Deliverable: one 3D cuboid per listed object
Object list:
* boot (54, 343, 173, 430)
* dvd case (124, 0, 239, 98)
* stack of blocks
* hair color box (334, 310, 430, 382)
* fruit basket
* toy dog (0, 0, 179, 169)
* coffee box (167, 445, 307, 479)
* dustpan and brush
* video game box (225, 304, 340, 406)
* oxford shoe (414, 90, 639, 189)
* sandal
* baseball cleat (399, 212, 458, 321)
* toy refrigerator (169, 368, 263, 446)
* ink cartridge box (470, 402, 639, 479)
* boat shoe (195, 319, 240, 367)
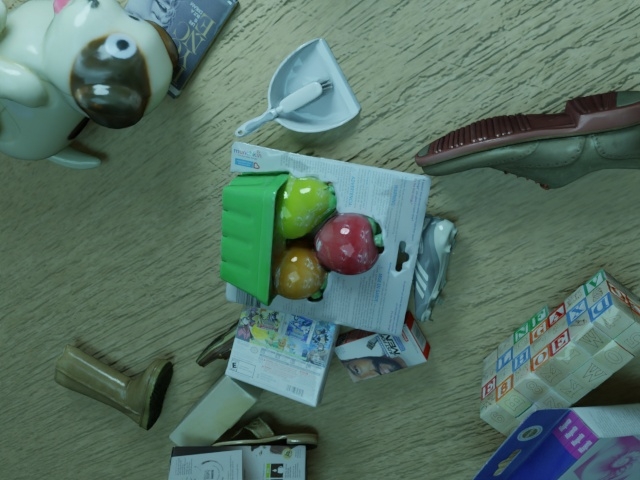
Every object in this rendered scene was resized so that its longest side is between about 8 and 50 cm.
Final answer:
[{"bbox_3d":[-0.505,0.324,1.418,0.269,0.089,0.236,27,119,7],"label":"boot"},{"bbox_3d":[-0.267,-0.389,1.049,0.164,0.018,0.221,42,120,-3],"label":"dvd case"},{"bbox_3d":[0.403,0.189,1.000,0.087,0.171,0.297,37,119,0],"label":"stack of blocks"},{"bbox_3d":[0.121,0.214,1.175,0.167,0.053,0.093,-24,105,28],"label":"hair color box"},{"bbox_3d":[0.000,0.000,1.076,0.353,0.165,0.327,8,116,5],"label":"fruit basket"},{"bbox_3d":[-0.450,-0.276,1.007,0.408,0.284,0.395,-5,126,27],"label":"toy dog"},{"bbox_3d":[-0.179,0.546,1.319,0.297,0.119,0.168,-1,137,0],"label":"coffee box"},{"bbox_3d":[-0.056,-0.234,1.024,0.211,0.060,0.147,-24,104,26],"label":"dustpan and brush"},{"bbox_3d":[-0.074,0.210,1.188,0.205,0.048,0.187,15,93,18],"label":"video game box"},{"bbox_3d":[0.323,-0.128,0.913,0.348,0.123,0.130,-8,116,23],"label":"oxford shoe"},{"bbox_3d":[-0.127,0.441,1.360,0.240,0.079,0.088,-2,144,0],"label":"sandal"},{"bbox_3d":[0.185,0.046,1.078,0.109,0.072,0.206,22,115,24],"label":"baseball cleat"},{"bbox_3d":[-0.224,0.378,1.339,0.094,0.102,0.269,41,119,-3],"label":"toy refrigerator"},{"bbox_3d":[0.436,0.408,1.035,0.330,0.071,0.324,3,129,-23],"label":"ink cartridge box"},{"bbox_3d":[-0.204,0.235,1.288,0.178,0.064,0.060,-38,96,26],"label":"boat shoe"}]
